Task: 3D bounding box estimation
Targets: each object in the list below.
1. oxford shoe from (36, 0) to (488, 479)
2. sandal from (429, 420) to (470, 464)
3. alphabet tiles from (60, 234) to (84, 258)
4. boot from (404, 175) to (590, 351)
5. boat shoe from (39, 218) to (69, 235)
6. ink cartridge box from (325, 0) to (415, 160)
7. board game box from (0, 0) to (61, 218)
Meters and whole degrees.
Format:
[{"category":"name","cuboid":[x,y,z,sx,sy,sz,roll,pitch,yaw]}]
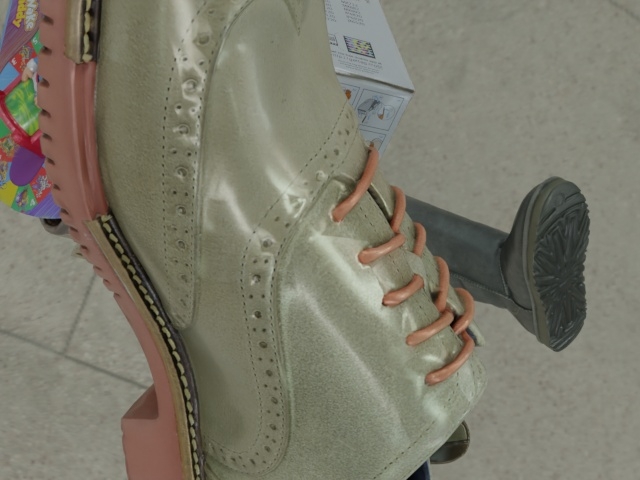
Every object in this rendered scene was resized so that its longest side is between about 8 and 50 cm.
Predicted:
[{"category":"oxford shoe","cuboid":[0.000,0.000,0.400,0.140,0.146,0.397,-55,151,-44]},{"category":"sandal","cuboid":[0.084,0.240,1.309,0.060,0.219,0.090,27,64,-70]},{"category":"alphabet tiles","cuboid":[-0.248,0.003,1.343,0.198,0.237,0.009,15,70,-18]},{"category":"boot","cuboid":[0.126,-0.007,0.890,0.076,0.208,0.189,-32,135,-26]},{"category":"boat shoe","cuboid":[-0.233,-0.156,1.052,0.097,0.116,0.324,-27,137,-52]},{"category":"ink cartridge box","cuboid":[-0.038,-0.133,1.158,0.130,0.309,0.272,10,40,-21]},{"category":"board game box","cuboid":[-0.141,-0.097,0.559,0.033,0.133,0.168,32,64,-59]}]
